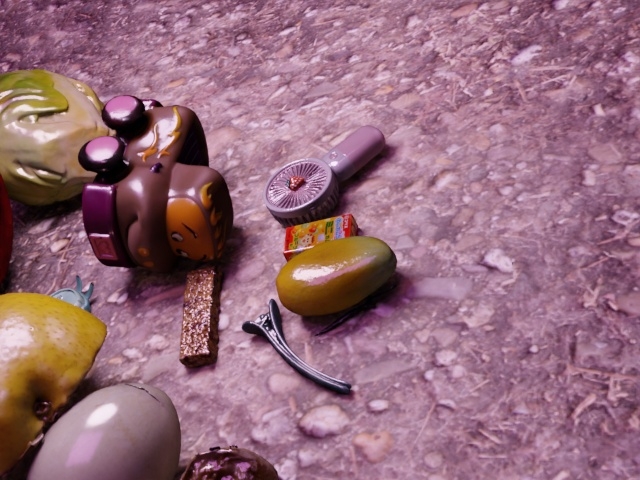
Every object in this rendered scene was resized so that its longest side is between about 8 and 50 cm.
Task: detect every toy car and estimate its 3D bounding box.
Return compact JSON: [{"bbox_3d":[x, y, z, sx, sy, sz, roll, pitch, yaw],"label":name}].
[{"bbox_3d":[-0.269,-0.098,1.596,0.241,0.271,0.340,3,49,8],"label":"toy car"}]

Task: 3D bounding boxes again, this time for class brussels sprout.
[{"bbox_3d":[-0.578,-0.226,1.858,0.344,0.268,0.344,-10,44,10],"label":"brussels sprout"}]

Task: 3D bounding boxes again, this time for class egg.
[{"bbox_3d":[-0.299,0.311,1.247,0.187,0.186,0.253,18,58,40],"label":"egg"}]

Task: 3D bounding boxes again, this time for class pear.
[{"bbox_3d":[-0.502,0.201,1.349,0.340,0.191,0.386,-52,18,-27],"label":"pear"}]

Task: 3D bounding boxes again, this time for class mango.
[{"bbox_3d":[0.025,0.052,1.380,0.195,0.091,0.130,-16,32,22],"label":"mango"}]

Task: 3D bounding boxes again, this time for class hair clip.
[{"bbox_3d":[-0.034,0.173,1.352,0.070,0.039,0.229,-41,48,-10],"label":"hair clip"}]

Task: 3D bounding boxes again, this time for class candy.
[{"bbox_3d":[0.000,0.000,1.488,0.122,0.038,0.062,-12,45,19],"label":"candy"}]

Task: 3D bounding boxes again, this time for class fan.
[{"bbox_3d":[0.010,-0.119,1.570,0.244,0.074,0.130,-40,42,-11],"label":"fan"}]

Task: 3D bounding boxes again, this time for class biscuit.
[{"bbox_3d":[-0.198,0.122,1.486,0.064,0.034,0.199,-16,43,15],"label":"biscuit"}]

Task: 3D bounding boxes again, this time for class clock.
[{"bbox_3d":[-0.464,0.127,1.624,0.101,0.041,0.135,18,60,39],"label":"clock"}]

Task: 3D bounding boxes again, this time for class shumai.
[{"bbox_3d":[-0.122,0.342,1.168,0.146,0.145,0.116,-11,52,20],"label":"shumai"}]

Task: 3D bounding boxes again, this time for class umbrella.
[{"bbox_3d":[0.056,0.108,1.373,0.149,0.022,0.022,-33,78,10],"label":"umbrella"}]

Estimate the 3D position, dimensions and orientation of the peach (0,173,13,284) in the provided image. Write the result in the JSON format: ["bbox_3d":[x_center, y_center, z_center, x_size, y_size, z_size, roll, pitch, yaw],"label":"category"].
[{"bbox_3d":[-0.756,-0.021,1.676,0.388,0.388,0.388,-16,44,16],"label":"peach"}]
